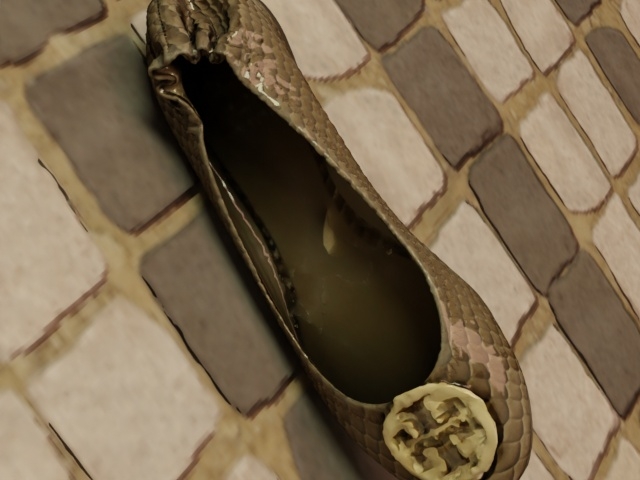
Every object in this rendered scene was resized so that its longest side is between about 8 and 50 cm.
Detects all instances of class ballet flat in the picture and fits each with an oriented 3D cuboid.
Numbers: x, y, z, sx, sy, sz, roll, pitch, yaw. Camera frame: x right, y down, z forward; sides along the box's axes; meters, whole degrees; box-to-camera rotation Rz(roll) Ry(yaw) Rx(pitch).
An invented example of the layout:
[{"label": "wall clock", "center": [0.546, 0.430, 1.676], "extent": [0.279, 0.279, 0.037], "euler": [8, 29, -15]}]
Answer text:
[{"label": "ballet flat", "center": [0.000, 0.000, 0.540], "extent": [0.250, 0.084, 0.058], "euler": [60, 20, 7]}]
